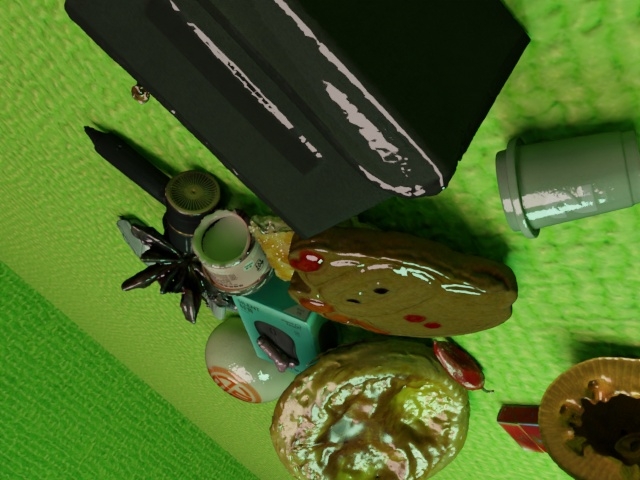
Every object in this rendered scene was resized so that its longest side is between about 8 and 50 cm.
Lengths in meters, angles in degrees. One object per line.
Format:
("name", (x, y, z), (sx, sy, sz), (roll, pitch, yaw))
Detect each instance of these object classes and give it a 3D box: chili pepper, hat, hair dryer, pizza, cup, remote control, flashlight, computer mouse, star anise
("chili pepper", (0.282, 0.257, 1.007), (0.191, 0.059, 0.050), (44, 153, -19))
("hat", (0.508, 0.302, 0.823), (0.233, 0.244, 0.233), (49, -171, 31))
("hair dryer", (-0.359, -0.125, 1.053), (0.352, 0.107, 0.189), (38, 149, 8))
("pizza", (0.000, 0.000, 0.893), (0.324, 0.089, 0.223), (-10, 135, 44))
("cup", (0.278, -0.067, 0.560), (0.141, 0.120, 0.120), (-9, 129, 30))
("remote control", (-0.277, 0.116, 1.246), (0.166, 0.029, 0.065), (58, 153, 28))
("flashlight", (-0.105, 0.259, 1.152), (0.052, 0.031, 0.110), (-29, 110, 29))
("computer mouse", (-0.459, 0.021, 1.327), (0.229, 0.068, 0.113), (38, 145, -6))
("star anise", (-0.319, 0.059, 1.150), (0.283, 0.212, 0.129), (35, 134, -16))

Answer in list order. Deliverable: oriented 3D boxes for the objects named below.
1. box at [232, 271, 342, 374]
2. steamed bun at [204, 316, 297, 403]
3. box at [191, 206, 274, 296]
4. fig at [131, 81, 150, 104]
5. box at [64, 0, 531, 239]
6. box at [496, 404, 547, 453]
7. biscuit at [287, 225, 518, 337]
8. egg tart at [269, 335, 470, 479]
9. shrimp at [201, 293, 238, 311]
("box", (-0.069, 0.192, 1.170), (0.205, 0.118, 0.311), (17, 144, 21))
("steamed bun", (-0.213, 0.366, 1.456), (0.283, 0.177, 0.282), (22, 145, 16))
("box", (-0.172, 0.017, 0.978), (0.151, 0.151, 0.135), (23, 160, 17))
("fig", (-0.155, -0.253, 0.608), (0.143, 0.230, 0.160), (-13, 132, -4))
("box", (-0.012, -0.212, 0.489), (0.345, 0.251, 0.204), (44, 146, -13))
("box", (0.466, 0.387, 1.023), (0.112, 0.048, 0.175), (45, 145, -17))
("biscuit", (0.111, 0.080, 0.815), (0.381, 0.074, 0.359), (23, 149, -28))
("egg tart", (0.104, 0.377, 1.110), (0.444, 0.178, 0.442), (-4, 115, -8))
("shrimp", (-0.265, 0.132, 1.305), (0.233, 0.079, 0.090), (18, 108, 27))
